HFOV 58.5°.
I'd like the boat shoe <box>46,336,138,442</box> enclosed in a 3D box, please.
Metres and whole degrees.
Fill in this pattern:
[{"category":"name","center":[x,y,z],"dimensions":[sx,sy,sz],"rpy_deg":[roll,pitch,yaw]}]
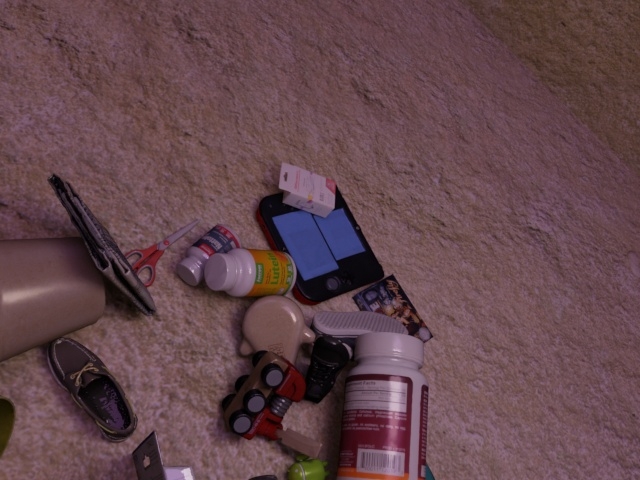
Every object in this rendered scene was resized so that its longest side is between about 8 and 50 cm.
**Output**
[{"category":"boat shoe","center":[-0.549,0.348,1.377],"dimensions":[0.109,0.091,0.305],"rpy_deg":[-36,83,-35]}]

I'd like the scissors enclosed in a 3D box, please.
[{"category":"scissors","center":[-0.464,0.012,1.642],"dimensions":[0.109,0.021,0.297],"rpy_deg":[33,56,-3]}]

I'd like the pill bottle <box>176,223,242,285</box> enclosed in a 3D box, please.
[{"category":"pill bottle","center":[-0.322,0.044,1.640],"dimensions":[0.108,0.108,0.180],"rpy_deg":[43,54,1]}]

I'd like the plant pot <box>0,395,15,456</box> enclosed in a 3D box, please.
[{"category":"plant pot","center":[-0.837,0.380,1.143],"dimensions":[0.294,0.275,0.274],"rpy_deg":[23,55,7]}]

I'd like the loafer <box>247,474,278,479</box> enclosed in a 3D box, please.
[{"category":"loafer","center":[-0.176,0.627,1.421],"dimensions":[0.170,0.061,0.062],"rpy_deg":[-11,68,-30]}]

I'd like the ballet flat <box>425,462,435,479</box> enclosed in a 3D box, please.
[{"category":"ballet flat","center":[0.295,0.740,1.554],"dimensions":[0.123,0.123,0.348],"rpy_deg":[-19,76,-32]}]

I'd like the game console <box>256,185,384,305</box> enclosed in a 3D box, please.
[{"category":"game console","center":[0.000,0.000,1.848],"dimensions":[0.342,0.060,0.386],"rpy_deg":[-18,73,-32]}]

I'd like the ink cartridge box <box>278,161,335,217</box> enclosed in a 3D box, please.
[{"category":"ink cartridge box","center":[-0.053,-0.163,1.845],"dimensions":[0.198,0.067,0.115],"rpy_deg":[20,53,-22]}]

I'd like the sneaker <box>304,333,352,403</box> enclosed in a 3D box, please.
[{"category":"sneaker","center":[0.012,0.355,1.524],"dimensions":[0.107,0.283,0.124],"rpy_deg":[19,56,7]}]

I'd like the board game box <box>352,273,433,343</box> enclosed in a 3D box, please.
[{"category":"board game box","center":[0.233,0.247,1.834],"dimensions":[0.165,0.042,0.243],"rpy_deg":[-25,77,-33]}]

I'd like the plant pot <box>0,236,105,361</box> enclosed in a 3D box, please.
[{"category":"plant pot","center":[-0.689,0.121,1.322],"dimensions":[0.305,0.334,0.333],"rpy_deg":[-14,70,-42]}]

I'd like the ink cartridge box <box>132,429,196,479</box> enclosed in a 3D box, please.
[{"category":"ink cartridge box","center":[-0.315,0.586,1.217],"dimensions":[0.071,0.324,0.330],"rpy_deg":[-7,68,-29]}]

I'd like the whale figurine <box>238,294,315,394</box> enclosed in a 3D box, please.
[{"category":"whale figurine","center":[-0.120,0.287,1.605],"dimensions":[0.216,0.141,0.272],"rpy_deg":[-13,90,-1]}]

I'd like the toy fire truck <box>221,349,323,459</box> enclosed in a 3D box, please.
[{"category":"toy fire truck","center":[-0.098,0.441,1.487],"dimensions":[0.246,0.158,0.217],"rpy_deg":[36,87,-25]}]

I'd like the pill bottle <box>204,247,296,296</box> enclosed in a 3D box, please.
[{"category":"pill bottle","center":[-0.198,0.092,1.609],"dimensions":[0.246,0.136,0.136],"rpy_deg":[6,59,-48]}]

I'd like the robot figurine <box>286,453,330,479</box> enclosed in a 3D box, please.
[{"category":"robot figurine","center":[-0.034,0.611,1.495],"dimensions":[0.115,0.067,0.101],"rpy_deg":[-2,62,-26]}]

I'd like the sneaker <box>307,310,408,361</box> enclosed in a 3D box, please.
[{"category":"sneaker","center":[0.104,0.287,1.699],"dimensions":[0.321,0.127,0.126],"rpy_deg":[9,26,-26]}]

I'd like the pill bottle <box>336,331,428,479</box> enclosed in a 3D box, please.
[{"category":"pill bottle","center":[0.168,0.454,1.495],"dimensions":[0.224,0.224,0.392],"rpy_deg":[15,65,-17]}]

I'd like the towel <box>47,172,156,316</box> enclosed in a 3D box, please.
[{"category":"towel","center":[-0.525,0.015,1.409],"dimensions":[0.056,0.324,0.312],"rpy_deg":[-33,68,-12]}]
